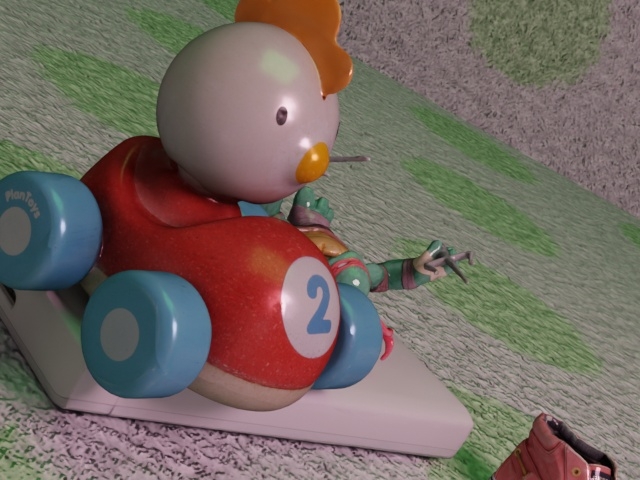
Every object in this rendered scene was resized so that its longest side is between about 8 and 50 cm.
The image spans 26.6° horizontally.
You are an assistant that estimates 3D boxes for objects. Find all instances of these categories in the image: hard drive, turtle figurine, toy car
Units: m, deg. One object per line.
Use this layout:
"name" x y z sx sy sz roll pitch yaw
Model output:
"hard drive" -0.076 0.060 0.988 0.353 0.047 0.233 14 22 -42
"turtle figurine" 0.000 0.000 1.011 0.175 0.118 0.234 38 -5 -27
"toy car" -0.044 -0.041 0.833 0.210 0.238 0.219 40 19 31

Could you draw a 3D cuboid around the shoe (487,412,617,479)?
"shoe" 0.186 0.200 0.960 0.063 0.081 0.178 19 20 -35
